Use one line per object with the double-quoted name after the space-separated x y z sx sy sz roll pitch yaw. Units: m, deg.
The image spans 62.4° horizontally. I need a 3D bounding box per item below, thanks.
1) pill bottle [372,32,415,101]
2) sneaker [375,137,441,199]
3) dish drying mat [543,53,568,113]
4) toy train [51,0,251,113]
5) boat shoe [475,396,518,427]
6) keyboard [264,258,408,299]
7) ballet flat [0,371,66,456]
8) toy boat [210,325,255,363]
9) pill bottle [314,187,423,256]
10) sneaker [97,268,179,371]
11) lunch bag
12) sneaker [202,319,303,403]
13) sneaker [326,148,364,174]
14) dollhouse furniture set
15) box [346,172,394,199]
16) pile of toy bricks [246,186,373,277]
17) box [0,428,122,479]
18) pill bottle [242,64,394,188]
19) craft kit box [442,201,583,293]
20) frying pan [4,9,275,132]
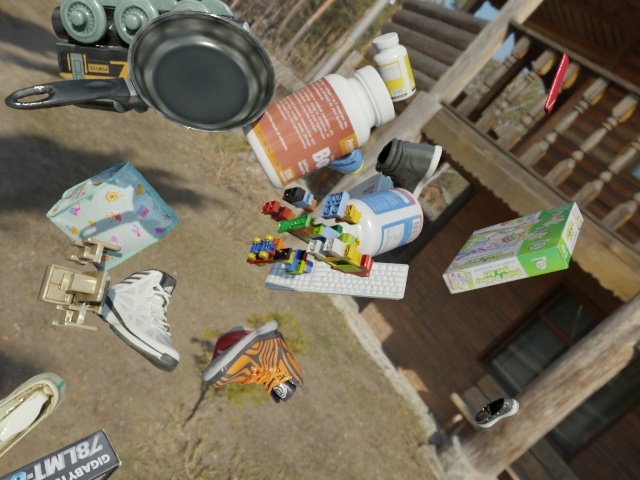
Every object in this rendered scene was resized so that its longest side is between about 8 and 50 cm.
0.218 -0.521 1.590 0.103 0.103 0.184 -116 -177 -59 "pill bottle"
0.214 -0.180 1.449 0.147 0.104 0.296 19 -28 0 "sneaker"
0.355 -0.234 0.793 0.008 0.083 0.032 23 6 32 "dish drying mat"
-0.277 -0.304 0.876 0.334 0.190 0.142 7 26 6 "toy train"
0.422 0.417 1.294 0.040 0.142 0.049 26 47 -12 "boat shoe"
0.026 0.065 0.949 0.014 0.256 0.072 68 30 -52 "keyboard"
-0.495 0.294 0.784 0.086 0.248 0.086 37 -26 22 "ballet flat"
-0.278 0.405 1.773 0.151 0.231 0.151 4 27 -27 "toy boat"
0.093 -0.029 1.049 0.221 0.124 0.124 -16 55 -42 "pill bottle"
-0.554 0.227 1.738 0.447 0.257 0.169 27 -23 37 "sneaker"
-0.543 -0.074 1.419 0.223 0.262 0.160 56 15 -28 "lunch bag"
-0.130 0.300 1.214 0.180 0.124 0.321 54 21 6 "sneaker"
-0.007 -0.199 1.129 0.209 0.069 0.082 18 -10 23 "sneaker"
-0.591 0.124 1.358 0.242 0.212 0.161 -5 -21 44 "dollhouse furniture set"
0.159 -0.088 1.645 0.119 0.182 0.181 33 55 -23 "box"
0.000 0.000 0.707 0.105 0.118 0.212 31 -23 -34 "pile of toy bricks"
-0.482 0.425 0.778 0.295 0.293 0.073 -16 65 -51 "box"
-0.002 -0.178 0.811 0.121 0.216 0.121 62 0 0 "pill bottle"
0.423 0.016 1.156 0.246 0.250 0.061 -43 108 -50 "craft kit box"
-0.200 -0.188 0.696 0.197 0.326 0.053 44 -28 1 "frying pan"
